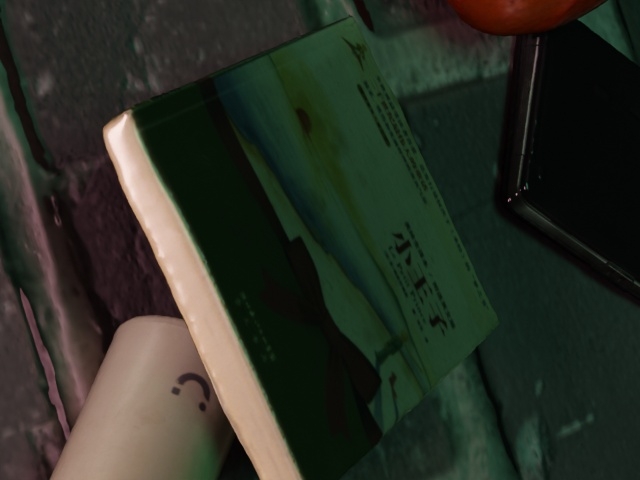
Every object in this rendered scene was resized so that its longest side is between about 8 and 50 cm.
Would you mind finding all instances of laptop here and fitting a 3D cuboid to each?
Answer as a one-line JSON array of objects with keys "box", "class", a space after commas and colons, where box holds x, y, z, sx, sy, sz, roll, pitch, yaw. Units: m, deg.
[{"box": [0.194, -0.043, 1.266, 0.207, 0.026, 0.154, 31, 55, -35], "class": "laptop"}]

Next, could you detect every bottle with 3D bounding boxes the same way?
[{"box": [-0.093, 0.132, 0.882, 0.072, 0.072, 0.201, 42, 50, -27], "class": "bottle"}]

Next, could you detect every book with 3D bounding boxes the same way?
[{"box": [0.000, 0.000, 0.999, 0.201, 0.026, 0.289, 64, 26, -5], "class": "book"}]

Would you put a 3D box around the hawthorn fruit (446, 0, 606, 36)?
[{"box": [0.131, -0.187, 1.175, 0.133, 0.138, 0.133, 21, 59, -41], "class": "hawthorn fruit"}]
